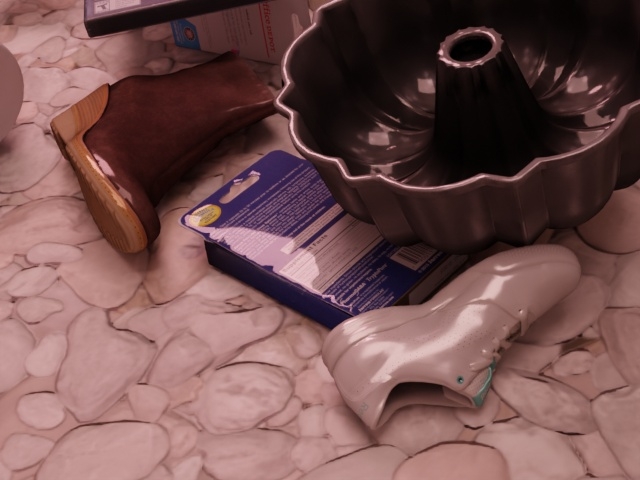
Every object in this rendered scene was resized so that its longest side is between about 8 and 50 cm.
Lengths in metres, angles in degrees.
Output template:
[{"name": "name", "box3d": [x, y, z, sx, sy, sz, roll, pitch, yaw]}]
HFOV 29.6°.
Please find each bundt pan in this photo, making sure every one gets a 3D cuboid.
[{"name": "bundt pan", "box3d": [0.135, -0.115, 1.011, 0.330, 0.124, 0.331, -11, 45, 11]}]

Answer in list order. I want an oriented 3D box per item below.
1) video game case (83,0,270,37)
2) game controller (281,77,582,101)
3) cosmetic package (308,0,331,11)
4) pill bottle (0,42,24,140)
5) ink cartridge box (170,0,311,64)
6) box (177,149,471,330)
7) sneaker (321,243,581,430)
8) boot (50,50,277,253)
[{"name": "video game case", "box3d": [-0.152, -0.310, 1.282, 0.196, 0.026, 0.274, -12, 39, -1]}, {"name": "game controller", "box3d": [0.110, -0.139, 1.165, 0.166, 0.067, 0.319, -36, 46, -28]}, {"name": "cosmetic package", "box3d": [-0.007, -0.313, 1.409, 0.060, 0.041, 0.115, -21, 42, -13]}, {"name": "pill bottle", "box3d": [-0.433, -0.198, 1.260, 0.161, 0.161, 0.283, -32, 46, -25]}, {"name": "ink cartridge box", "box3d": [-0.076, -0.254, 1.303, 0.181, 0.104, 0.061, 14, 46, 24]}, {"name": "box", "box3d": [0.000, 0.000, 1.044, 0.225, 0.036, 0.136, 27, 52, 33]}, {"name": "sneaker", "box3d": [0.113, 0.079, 0.915, 0.212, 0.080, 0.094, -24, 54, -7]}, {"name": "boot", "box3d": [-0.133, -0.098, 1.141, 0.207, 0.090, 0.248, -22, 38, -12]}]
